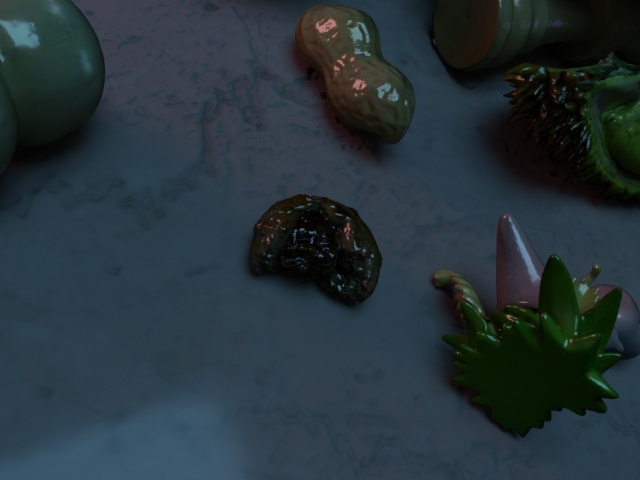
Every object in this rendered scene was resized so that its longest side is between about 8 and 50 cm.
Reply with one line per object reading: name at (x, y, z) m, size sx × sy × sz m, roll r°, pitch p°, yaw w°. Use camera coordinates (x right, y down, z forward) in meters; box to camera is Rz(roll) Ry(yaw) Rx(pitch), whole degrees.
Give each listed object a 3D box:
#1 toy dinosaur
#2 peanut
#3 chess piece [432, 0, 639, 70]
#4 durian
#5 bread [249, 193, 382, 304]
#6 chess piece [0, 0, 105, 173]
toy dinosaur at (0.207, 0.057, 0.580) m, size 0.194 × 0.152 × 0.177 m, roll 40°, pitch 45°, yaw 0°
peanut at (0.035, -0.170, 0.697) m, size 0.082 × 0.082 × 0.187 m, roll -11°, pitch 62°, yaw -27°
chess piece at (0.329, -0.268, 0.861) m, size 0.397 × 0.117 × 0.117 m, roll -8°, pitch 61°, yaw -28°
durian at (0.347, -0.141, 0.740) m, size 0.352 × 0.169 × 0.158 m, roll 3°, pitch 58°, yaw -18°
bread at (0.000, 0.000, 0.585) m, size 0.113 × 0.060 × 0.082 m, roll 16°, pitch 56°, yaw -9°
chess piece at (-0.292, -0.088, 0.475) m, size 0.182 × 0.182 × 0.330 m, roll 41°, pitch 48°, yaw 8°
